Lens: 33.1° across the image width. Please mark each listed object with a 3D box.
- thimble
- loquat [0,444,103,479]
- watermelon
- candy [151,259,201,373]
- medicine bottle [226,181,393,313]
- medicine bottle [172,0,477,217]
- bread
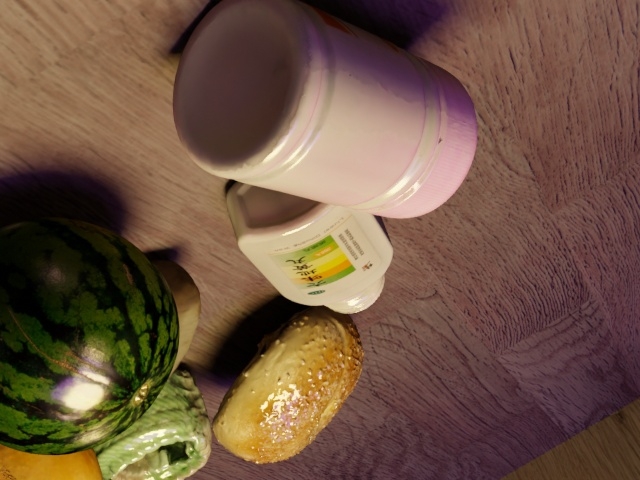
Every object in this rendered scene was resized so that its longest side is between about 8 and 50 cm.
[{"bbox_3d":[-0.280,0.312,1.749,0.219,0.150,0.219,-20,151,-12],"label":"thimble"},{"bbox_3d":[-0.449,0.374,1.594,0.263,0.263,0.263,-21,151,-13],"label":"loquat"},{"bbox_3d":[-0.312,0.110,1.276,0.285,0.285,0.285,-21,151,-13],"label":"watermelon"},{"bbox_3d":[-0.243,0.120,1.523,0.104,0.102,0.234,-13,147,-27],"label":"candy"},{"bbox_3d":[0.000,0.000,1.518,0.179,0.124,0.324,-24,153,6],"label":"medicine bottle"},{"bbox_3d":[0.012,-0.142,1.213,0.202,0.202,0.315,-43,148,26],"label":"medicine bottle"},{"bbox_3d":[-0.044,0.242,1.764,0.305,0.158,0.305,-45,166,-14],"label":"bread"}]
